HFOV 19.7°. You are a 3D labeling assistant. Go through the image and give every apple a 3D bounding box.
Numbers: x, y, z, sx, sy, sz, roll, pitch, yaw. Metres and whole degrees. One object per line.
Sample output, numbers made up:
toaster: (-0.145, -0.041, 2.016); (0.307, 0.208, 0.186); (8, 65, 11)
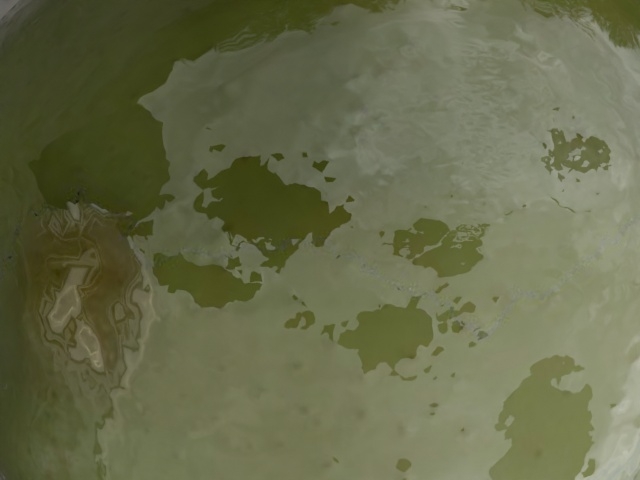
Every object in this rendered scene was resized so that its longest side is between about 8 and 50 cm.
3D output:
apple: (0.000, 0.000, 0.814); (0.357, 0.357, 0.357); (2, 86, -35)
